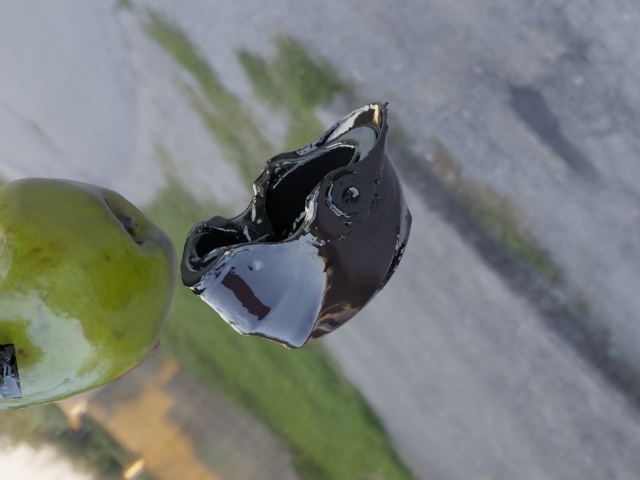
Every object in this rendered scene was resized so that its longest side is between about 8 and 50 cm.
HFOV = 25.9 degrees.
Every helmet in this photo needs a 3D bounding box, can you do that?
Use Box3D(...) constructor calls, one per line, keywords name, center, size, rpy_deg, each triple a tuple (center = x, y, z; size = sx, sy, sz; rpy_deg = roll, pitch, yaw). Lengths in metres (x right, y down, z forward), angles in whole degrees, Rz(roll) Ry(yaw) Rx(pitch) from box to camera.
Box3D(name="helmet", center=(0.000, 0.000, 1.577), size=(0.177, 0.305, 0.225), rpy_deg=(54, 174, -15))

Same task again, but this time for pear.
Box3D(name="pear", center=(-0.359, 0.077, 1.704), size=(0.287, 0.375, 0.287), rpy_deg=(57, -169, -17))

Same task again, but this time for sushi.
Box3D(name="sushi", center=(-0.373, 0.143, 1.520), size=(0.084, 0.083, 0.056), rpy_deg=(112, 148, -69))
